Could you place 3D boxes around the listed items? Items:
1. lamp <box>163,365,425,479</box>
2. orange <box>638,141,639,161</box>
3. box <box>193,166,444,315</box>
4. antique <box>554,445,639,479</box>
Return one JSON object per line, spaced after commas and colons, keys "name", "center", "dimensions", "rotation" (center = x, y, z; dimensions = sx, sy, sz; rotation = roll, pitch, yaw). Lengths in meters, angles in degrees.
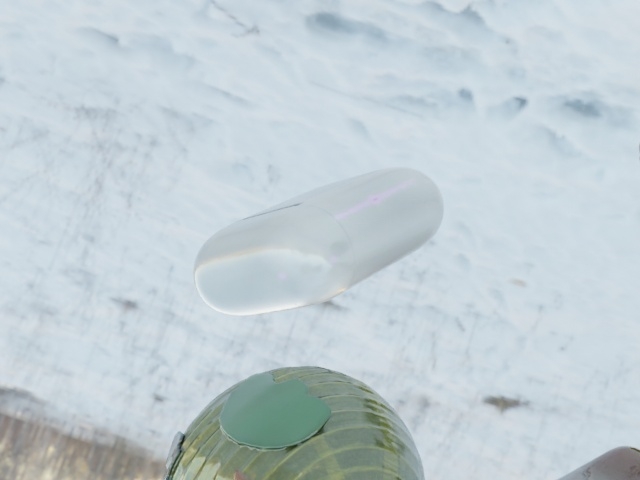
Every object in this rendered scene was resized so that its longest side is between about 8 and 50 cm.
{"name": "lamp", "center": [-0.036, 0.228, 0.944], "dimensions": [0.250, 0.250, 0.284], "rotation": [29, -179, -36]}
{"name": "orange", "center": [0.541, -0.094, 1.120], "dimensions": [0.340, 0.293, 0.340], "rotation": [33, -168, -8]}
{"name": "box", "center": [0.000, -0.001, 1.481], "dimensions": [0.289, 0.141, 0.349], "rotation": [-11, -169, 46]}
{"name": "antique", "center": [0.222, 0.307, 0.853], "dimensions": [0.129, 0.278, 0.223], "rotation": [20, 163, 49]}
